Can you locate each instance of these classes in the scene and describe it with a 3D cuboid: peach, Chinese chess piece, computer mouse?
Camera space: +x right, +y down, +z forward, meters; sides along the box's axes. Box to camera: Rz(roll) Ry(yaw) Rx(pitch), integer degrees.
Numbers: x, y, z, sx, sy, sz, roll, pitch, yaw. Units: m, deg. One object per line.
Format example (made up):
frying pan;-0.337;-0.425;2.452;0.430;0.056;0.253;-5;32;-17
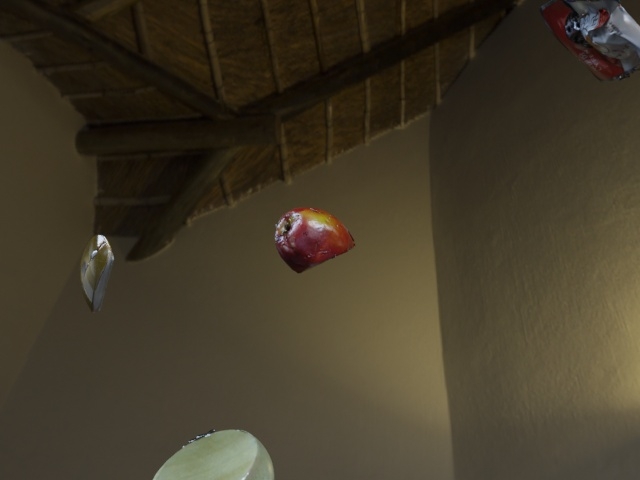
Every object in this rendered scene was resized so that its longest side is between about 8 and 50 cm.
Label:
peach;0.000;0.000;0.692;0.083;0.077;0.050;32;-48;-33
Chinese chess piece;-0.194;0.443;1.252;0.238;0.237;0.092;-16;-70;19
computer mouse;-0.518;0.079;1.576;0.045;0.102;0.199;-5;-44;-37

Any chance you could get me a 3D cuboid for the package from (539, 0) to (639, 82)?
package;0.491;-0.362;1.214;0.071;0.269;0.194;-32;-83;9
